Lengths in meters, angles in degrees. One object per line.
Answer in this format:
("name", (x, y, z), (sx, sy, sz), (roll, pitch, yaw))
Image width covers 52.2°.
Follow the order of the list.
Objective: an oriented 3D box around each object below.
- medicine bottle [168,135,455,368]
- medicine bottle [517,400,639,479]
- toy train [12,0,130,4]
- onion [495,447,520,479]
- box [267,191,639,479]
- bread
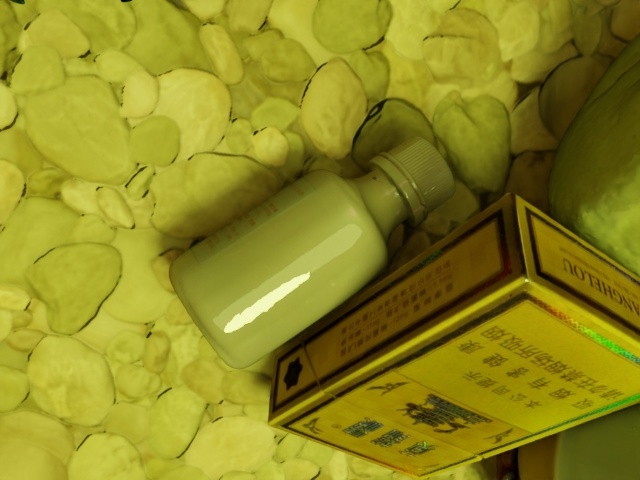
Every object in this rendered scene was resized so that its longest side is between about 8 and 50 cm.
("medicine bottle", (0.000, 0.000, 0.571), (0.252, 0.114, 0.114), (-34, 111, -7))
("medicine bottle", (0.332, 0.203, 0.552), (0.238, 0.232, 0.238), (-1, 92, -20))
("toy train", (-0.153, -0.289, 0.433), (0.266, 0.145, 0.202), (-46, 109, -4))
("onion", (0.273, 0.255, 0.718), (0.227, 0.120, 0.283), (20, 85, -16))
("box", (0.116, 0.106, 0.558), (0.193, 0.084, 0.301), (29, 135, -24))
("bread", (0.371, -0.077, 0.578), (0.237, 0.320, 0.320), (35, 91, -3))
